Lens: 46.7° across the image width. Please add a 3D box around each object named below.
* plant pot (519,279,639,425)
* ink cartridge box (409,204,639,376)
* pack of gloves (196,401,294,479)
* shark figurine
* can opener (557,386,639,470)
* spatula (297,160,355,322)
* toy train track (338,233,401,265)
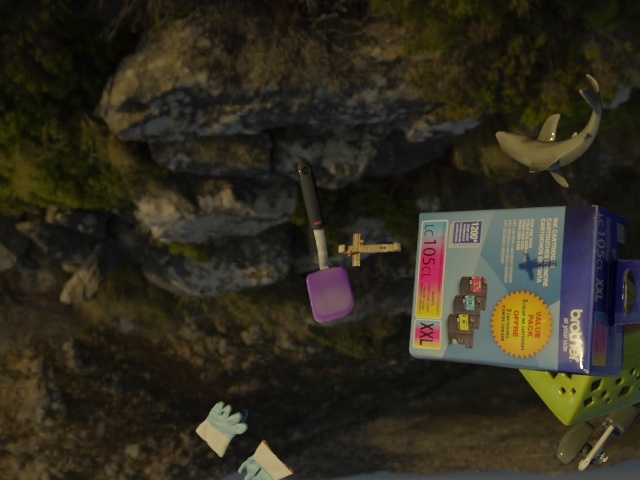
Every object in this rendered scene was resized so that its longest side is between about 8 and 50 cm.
[{"bbox_3d":[0.528,0.189,1.445,0.227,0.228,0.207,-11,134,-22],"label":"plant pot"},{"bbox_3d":[0.360,0.084,1.261,0.395,0.270,0.151,-1,171,40],"label":"ink cartridge box"},{"bbox_3d":[-0.147,0.408,1.491,0.046,0.195,0.232,-43,173,-35],"label":"pack of gloves"},{"bbox_3d":[0.436,-0.172,1.371,0.116,0.166,0.278,-32,180,-29],"label":"shark figurine"},{"bbox_3d":[0.623,0.379,1.593,0.280,0.093,0.074,-42,157,-17],"label":"can opener"},{"bbox_3d":[0.000,0.000,1.367,0.084,0.297,0.030,-13,-171,-10],"label":"spatula"},{"bbox_3d":[0.065,0.009,0.987,0.083,0.048,0.014,-2,154,9],"label":"toy train track"}]
